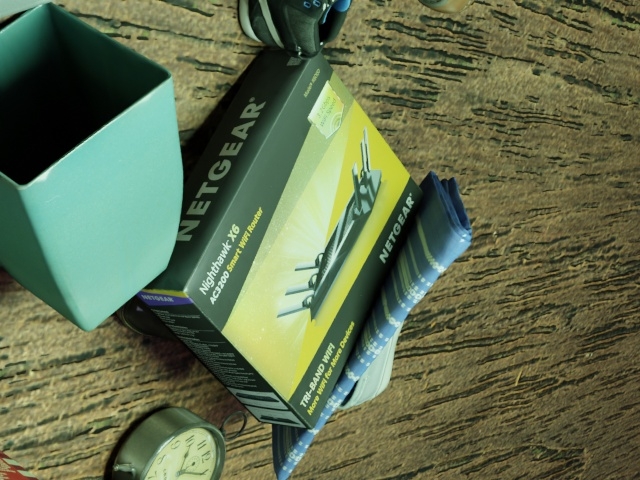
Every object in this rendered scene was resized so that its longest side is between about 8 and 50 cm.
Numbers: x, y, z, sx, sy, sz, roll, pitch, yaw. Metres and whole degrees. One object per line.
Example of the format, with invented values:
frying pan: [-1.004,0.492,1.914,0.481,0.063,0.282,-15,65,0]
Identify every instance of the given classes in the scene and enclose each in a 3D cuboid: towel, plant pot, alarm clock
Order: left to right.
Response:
plant pot: [-0.223,-0.045,1.278,0.165,0.165,0.234,-41,145,-27]
alarm clock: [-0.154,0.239,1.620,0.192,0.064,0.129,-27,131,-35]
towel: [0.053,0.087,1.609,0.336,0.040,0.243,-54,-169,14]

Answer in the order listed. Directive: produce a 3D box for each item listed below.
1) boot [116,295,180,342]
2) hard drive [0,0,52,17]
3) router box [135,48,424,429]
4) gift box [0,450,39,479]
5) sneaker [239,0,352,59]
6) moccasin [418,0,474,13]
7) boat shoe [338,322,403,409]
boot: [-0.110,0.087,1.541,0.219,0.106,0.082,12,102,-54]
hard drive: [-0.264,-0.233,1.218,0.135,0.022,0.094,-28,132,-39]
router box: [-0.033,-0.003,1.495,0.243,0.081,0.309,50,55,-39]
gift box: [-0.370,0.300,1.222,0.255,0.276,0.258,23,95,-49]
sneaker: [-0.021,-0.278,1.407,0.079,0.121,0.217,-36,136,-33]
moccasin: [0.201,-0.424,1.593,0.147,0.139,0.380,21,86,-45]
boat shoe: [0.047,0.111,1.775,0.081,0.079,0.228,-32,137,-42]
